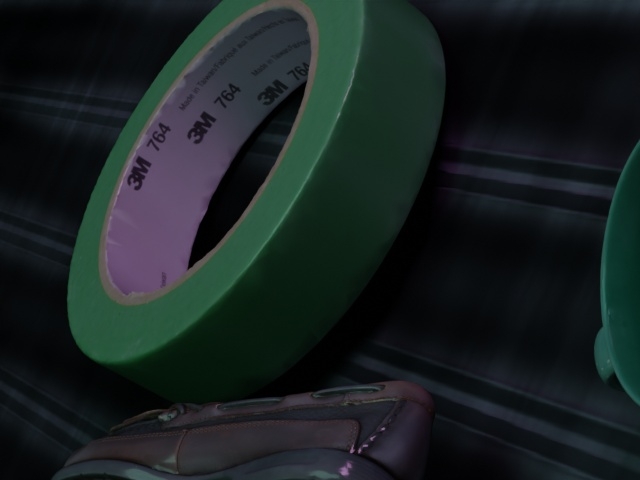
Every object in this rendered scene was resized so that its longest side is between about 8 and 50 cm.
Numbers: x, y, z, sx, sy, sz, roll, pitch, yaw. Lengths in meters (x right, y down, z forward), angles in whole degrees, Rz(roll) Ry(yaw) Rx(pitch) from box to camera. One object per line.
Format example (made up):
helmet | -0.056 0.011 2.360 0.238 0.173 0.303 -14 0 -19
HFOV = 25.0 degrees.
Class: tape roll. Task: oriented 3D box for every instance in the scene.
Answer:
tape roll | -0.052 -0.045 0.993 0.321 0.077 0.321 -38 34 32

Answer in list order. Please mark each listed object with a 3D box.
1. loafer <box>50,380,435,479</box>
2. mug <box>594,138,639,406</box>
loafer | -0.043 0.128 0.809 0.267 0.096 0.084 -9 39 43
mug | 0.186 0.013 0.619 0.158 0.097 0.129 -166 82 -77
